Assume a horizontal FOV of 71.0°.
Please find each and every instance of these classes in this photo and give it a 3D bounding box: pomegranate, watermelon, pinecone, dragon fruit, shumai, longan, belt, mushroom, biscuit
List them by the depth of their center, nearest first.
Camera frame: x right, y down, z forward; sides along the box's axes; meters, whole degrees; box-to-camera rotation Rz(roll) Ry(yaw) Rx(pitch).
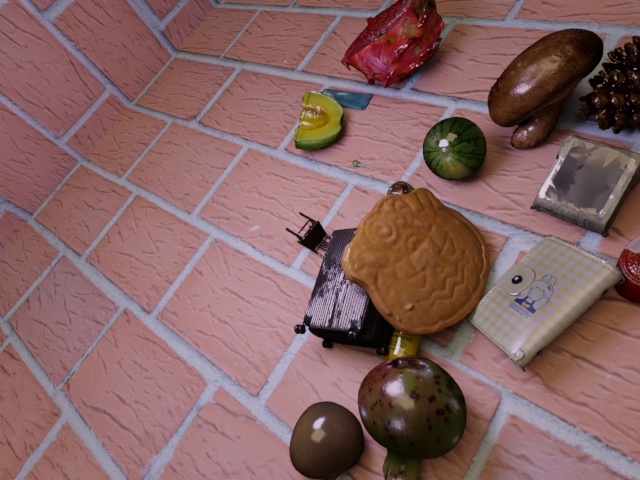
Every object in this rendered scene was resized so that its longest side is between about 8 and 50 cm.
[{"bbox_3d":[0.216,0.417,1.010,0.242,0.242,0.306,-18,75,15],"label":"pomegranate"},{"bbox_3d":[0.770,0.044,1.017,0.200,0.124,0.128,-39,54,1],"label":"belt"},{"bbox_3d":[0.012,0.485,1.090,0.189,0.189,0.189,-12,56,19],"label":"longan"},{"bbox_3d":[0.263,0.043,1.155,0.365,0.062,0.385,44,63,2],"label":"biscuit"},{"bbox_3d":[0.843,-0.399,1.192,0.243,0.257,0.244,14,43,-14],"label":"pinecone"},{"bbox_3d":[0.625,-0.452,1.267,0.239,0.345,0.345,30,72,-7],"label":"mushroom"},{"bbox_3d":[0.407,-0.277,1.355,0.187,0.214,0.188,8,106,30],"label":"watermelon"},{"bbox_3d":[0.248,-0.149,1.411,0.098,0.087,0.124,-33,51,6],"label":"shumai"},{"bbox_3d":[0.280,-0.712,1.632,0.386,0.249,0.371,-39,24,14],"label":"dragon fruit"}]

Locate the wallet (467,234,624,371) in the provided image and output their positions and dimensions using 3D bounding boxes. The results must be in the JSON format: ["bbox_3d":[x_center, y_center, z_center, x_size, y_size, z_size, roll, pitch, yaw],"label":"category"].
[{"bbox_3d":[0.523,0.138,1.081,0.309,0.077,0.223,-42,35,1],"label":"wallet"}]

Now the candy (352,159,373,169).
[{"bbox_3d":[0.149,-0.263,1.575,0.083,0.025,0.023,21,99,25],"label":"candy"}]

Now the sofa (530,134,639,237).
[{"bbox_3d":[0.714,-0.145,1.190,0.210,0.176,0.226,29,105,36],"label":"sofa"}]

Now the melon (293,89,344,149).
[{"bbox_3d":[0.001,-0.422,1.688,0.169,0.129,0.265,8,59,5],"label":"melon"}]

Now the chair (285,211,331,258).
[{"bbox_3d":[0.000,0.000,1.431,0.212,0.101,0.084,31,77,37],"label":"chair"}]

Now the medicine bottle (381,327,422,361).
[{"bbox_3d":[0.243,0.208,1.209,0.094,0.064,0.261,8,64,36],"label":"medicine bottle"}]

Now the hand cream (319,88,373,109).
[{"bbox_3d":[0.093,-0.566,1.777,0.224,0.048,0.083,20,71,27],"label":"hand cream"}]

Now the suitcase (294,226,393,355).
[{"bbox_3d":[0.099,0.129,1.239,0.229,0.152,0.335,-5,58,43],"label":"suitcase"}]
